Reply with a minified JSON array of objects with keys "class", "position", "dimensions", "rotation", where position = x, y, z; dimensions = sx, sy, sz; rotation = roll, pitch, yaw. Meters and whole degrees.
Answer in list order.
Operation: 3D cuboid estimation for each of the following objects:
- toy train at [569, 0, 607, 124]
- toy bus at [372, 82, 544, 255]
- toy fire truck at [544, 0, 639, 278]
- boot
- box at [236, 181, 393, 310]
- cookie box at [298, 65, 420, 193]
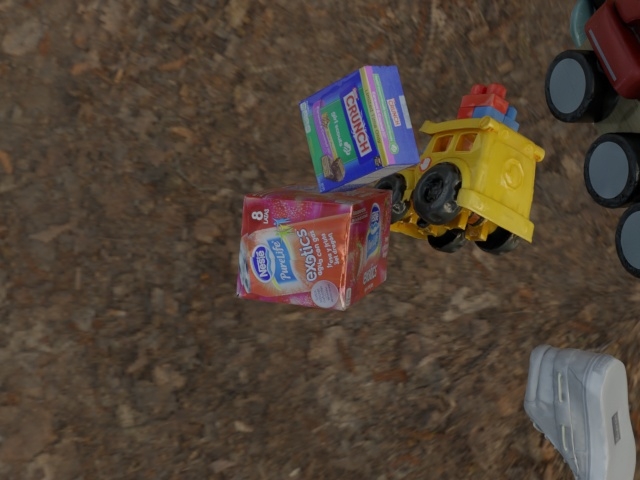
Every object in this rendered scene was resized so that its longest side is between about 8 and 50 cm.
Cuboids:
[{"class":"toy train","position":[0.393,-0.269,1.400],"dimensions":[0.142,0.190,0.333],"rotation":[14,123,55]},{"class":"toy bus","position":[0.181,-0.100,1.582],"dimensions":[0.220,0.149,0.211],"rotation":[-1,71,52]},{"class":"toy fire truck","position":[0.279,-0.111,0.834],"dimensions":[0.246,0.159,0.217],"rotation":[-53,47,49]},{"class":"boot","position":[0.339,0.253,1.586],"dimensions":[0.123,0.095,0.258],"rotation":[13,120,40]},{"class":"box","position":[0.000,0.000,1.424],"dimensions":[0.128,0.257,0.122],"rotation":[6,97,13]},{"class":"cookie box","position":[0.033,-0.098,1.077],"dimensions":[0.107,0.040,0.091],"rotation":[-21,81,54]}]
